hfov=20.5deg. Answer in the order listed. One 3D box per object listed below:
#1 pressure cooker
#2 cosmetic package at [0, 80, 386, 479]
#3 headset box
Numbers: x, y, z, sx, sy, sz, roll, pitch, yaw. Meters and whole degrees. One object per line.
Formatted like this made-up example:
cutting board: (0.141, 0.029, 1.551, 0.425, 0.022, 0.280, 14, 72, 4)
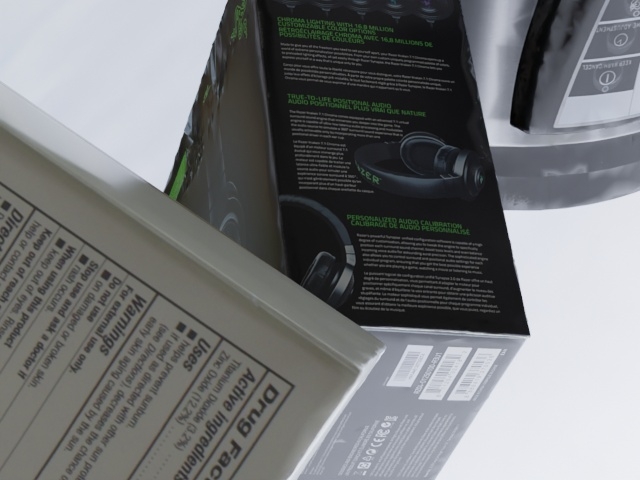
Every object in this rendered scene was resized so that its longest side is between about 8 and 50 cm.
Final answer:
pressure cooker: (0.137, -0.219, 1.283, 0.375, 0.369, 0.420, -65, 162, -54)
cosmetic package: (-0.147, 0.020, 0.664, 0.160, 0.309, 0.113, -55, 176, 6)
headset box: (0.000, 0.000, 1.039, 0.246, 0.131, 0.283, 115, -26, -51)
